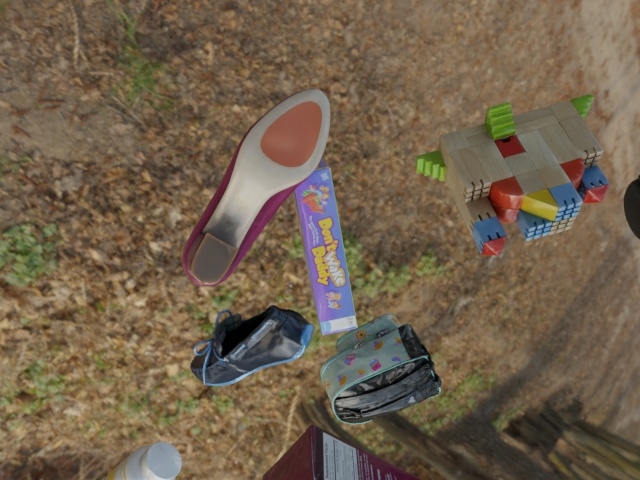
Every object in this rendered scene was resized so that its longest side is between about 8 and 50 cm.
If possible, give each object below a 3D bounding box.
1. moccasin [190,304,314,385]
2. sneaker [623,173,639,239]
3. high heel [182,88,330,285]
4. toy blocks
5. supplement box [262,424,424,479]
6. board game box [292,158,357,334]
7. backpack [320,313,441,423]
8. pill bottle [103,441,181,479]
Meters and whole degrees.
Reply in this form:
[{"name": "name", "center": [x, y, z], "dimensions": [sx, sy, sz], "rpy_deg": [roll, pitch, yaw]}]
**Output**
[{"name": "moccasin", "center": [-0.155, 0.188, 1.396], "dimensions": [0.117, 0.342, 0.137], "rpy_deg": [42, 42, -23]}, {"name": "sneaker", "center": [0.508, -0.104, 0.848], "dimensions": [0.136, 0.116, 0.314], "rpy_deg": [-10, 158, -24]}, {"name": "high heel", "center": [-0.116, -0.091, 1.205], "dimensions": [0.377, 0.127, 0.181], "rpy_deg": [-53, -169, -7]}, {"name": "toy blocks", "center": [0.418, -0.122, 1.421], "dimensions": [0.382, 0.260, 0.190], "rpy_deg": [-16, 149, -6]}, {"name": "supplement box", "center": [0.036, 0.307, 0.819], "dimensions": [0.188, 0.080, 0.104], "rpy_deg": [31, 116, -20]}, {"name": "board game box", "center": [0.000, 0.000, 1.549], "dimensions": [0.078, 0.233, 0.347], "rpy_deg": [-11, 106, -3]}, {"name": "backpack", "center": [0.094, 0.230, 1.234], "dimensions": [0.188, 0.144, 0.166], "rpy_deg": [-30, 141, -2]}, {"name": "pill bottle", "center": [-0.348, 0.466, 1.388], "dimensions": [0.103, 0.103, 0.184], "rpy_deg": [-10, 153, -50]}]
